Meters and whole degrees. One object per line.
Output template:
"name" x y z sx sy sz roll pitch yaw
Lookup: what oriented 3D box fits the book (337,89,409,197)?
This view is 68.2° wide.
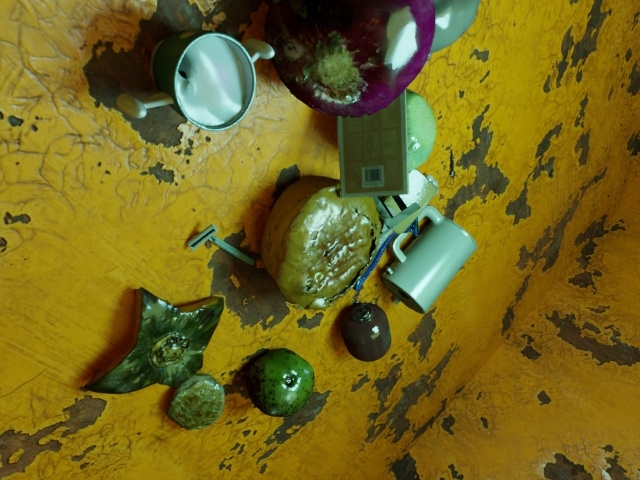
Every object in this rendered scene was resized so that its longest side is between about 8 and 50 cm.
"book" 0.121 -0.223 1.110 0.018 0.170 0.241 -9 98 -66

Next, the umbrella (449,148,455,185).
"umbrella" 0.473 -0.263 1.691 0.022 0.022 0.148 -26 128 -23

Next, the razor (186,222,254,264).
"razor" -0.237 0.019 1.202 0.084 0.035 0.211 -34 148 13

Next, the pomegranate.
"pomegranate" -0.140 0.453 1.495 0.214 0.214 0.248 -18 165 -35

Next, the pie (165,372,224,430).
"pie" -0.358 0.462 1.354 0.163 0.079 0.193 -2 118 -34

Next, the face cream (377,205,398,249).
"face cream" 0.144 0.013 1.486 0.082 0.082 0.269 4 129 -45

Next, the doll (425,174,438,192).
"doll" 0.333 -0.157 1.597 0.163 0.062 0.106 -34 135 -20

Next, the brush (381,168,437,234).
"brush" 0.267 -0.127 1.510 0.123 0.059 0.197 37 96 -19

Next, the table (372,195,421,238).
"table" 0.175 -0.104 1.371 0.175 0.146 0.062 -37 151 16

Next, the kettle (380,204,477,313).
"kettle" 0.371 0.066 1.717 0.318 0.265 0.205 -47 171 -8

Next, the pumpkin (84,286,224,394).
"pumpkin" -0.391 0.257 1.165 0.258 0.095 0.290 20 99 -45

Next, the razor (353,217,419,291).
"razor" 0.207 0.042 1.562 0.324 0.056 0.093 -45 146 -16

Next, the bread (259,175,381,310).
"bread" -0.001 0.003 1.284 0.337 0.204 0.357 -4 116 -39

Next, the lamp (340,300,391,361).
"lamp" 0.162 0.320 1.688 0.180 0.180 0.257 -35 135 -21

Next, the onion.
"onion" 0.069 -0.458 0.983 0.347 0.348 0.385 72 28 -44

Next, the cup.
"cup" -0.230 -0.306 0.868 0.300 0.173 0.167 -33 136 -22

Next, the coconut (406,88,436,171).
"coconut" 0.172 -0.273 1.201 0.204 0.236 0.235 -62 145 -28

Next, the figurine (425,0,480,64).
"figurine" 0.249 -0.606 1.098 0.248 0.203 0.380 -42 137 -8
